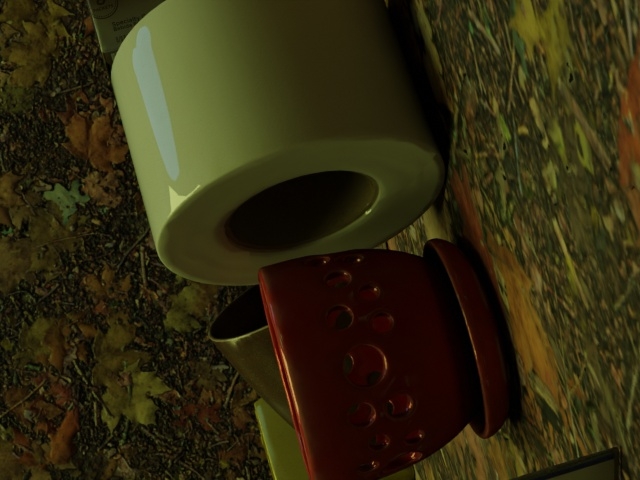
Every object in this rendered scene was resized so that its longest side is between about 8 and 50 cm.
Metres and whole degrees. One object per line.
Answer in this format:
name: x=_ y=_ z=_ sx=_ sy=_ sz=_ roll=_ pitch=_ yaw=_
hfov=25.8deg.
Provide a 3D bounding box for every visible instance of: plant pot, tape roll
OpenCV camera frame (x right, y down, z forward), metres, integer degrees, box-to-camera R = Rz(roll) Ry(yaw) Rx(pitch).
plant pot: x=0.013 y=0.155 z=1.704 sx=0.230 sy=0.215 sz=0.215 roll=60 pitch=178 yaw=-13
plant pot: x=0.051 y=0.093 z=1.139 sx=0.191 sy=0.174 sz=0.191 roll=164 pitch=90 yaw=-84
plant pot: x=0.014 y=0.296 z=2.023 sx=0.212 sy=0.187 sz=0.212 roll=84 pitch=169 yaw=-63
tape roll: x=-0.037 y=-0.092 z=1.159 sx=0.246 sy=0.246 sz=0.169 roll=87 pitch=166 yaw=-66

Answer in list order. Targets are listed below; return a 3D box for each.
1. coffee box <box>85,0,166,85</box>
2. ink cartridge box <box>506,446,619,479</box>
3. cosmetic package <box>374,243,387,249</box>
coffee box: x=-0.089 y=-0.246 z=1.245 sx=0.098 sy=0.246 sz=0.141 roll=105 pitch=150 yaw=-79
ink cartridge box: x=0.053 y=0.268 z=0.937 sx=0.072 sy=0.303 sz=0.307 roll=-114 pitch=11 yaw=-54
cosmetic package: x=0.019 y=-0.054 z=1.662 sx=0.239 sy=0.060 sz=0.099 roll=-115 pitch=12 yaw=-60
